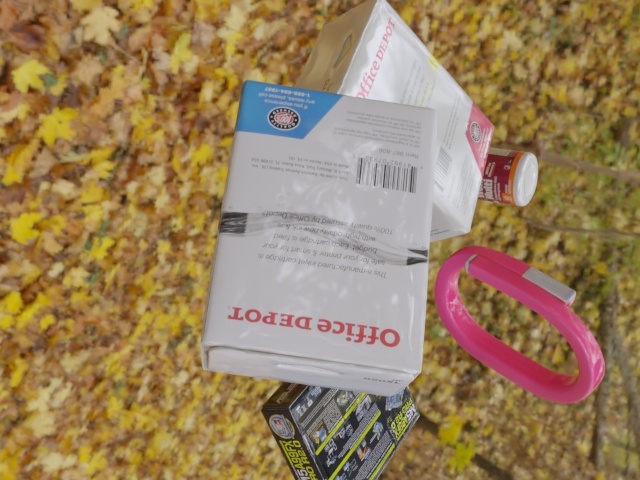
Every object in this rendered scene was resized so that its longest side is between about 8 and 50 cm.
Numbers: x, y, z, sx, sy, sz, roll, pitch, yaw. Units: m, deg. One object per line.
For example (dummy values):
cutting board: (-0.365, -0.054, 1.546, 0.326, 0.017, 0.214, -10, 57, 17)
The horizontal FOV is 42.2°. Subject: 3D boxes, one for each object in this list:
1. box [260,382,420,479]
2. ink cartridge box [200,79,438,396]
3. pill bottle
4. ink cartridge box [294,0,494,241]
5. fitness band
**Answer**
box: (0.041, 0.268, 1.295, 0.270, 0.060, 0.216, -43, 116, -47)
ink cartridge box: (0.000, 0.000, 1.174, 0.166, 0.285, 0.395, 108, -10, -67)
pill bottle: (0.364, -0.151, 1.865, 0.121, 0.221, 0.121, -26, 121, -53)
ink cartridge box: (0.136, -0.215, 1.552, 0.384, 0.160, 0.279, 42, 53, -30)
fitness band: (0.288, 0.126, 1.234, 0.054, 0.291, 0.209, -34, 138, -29)
